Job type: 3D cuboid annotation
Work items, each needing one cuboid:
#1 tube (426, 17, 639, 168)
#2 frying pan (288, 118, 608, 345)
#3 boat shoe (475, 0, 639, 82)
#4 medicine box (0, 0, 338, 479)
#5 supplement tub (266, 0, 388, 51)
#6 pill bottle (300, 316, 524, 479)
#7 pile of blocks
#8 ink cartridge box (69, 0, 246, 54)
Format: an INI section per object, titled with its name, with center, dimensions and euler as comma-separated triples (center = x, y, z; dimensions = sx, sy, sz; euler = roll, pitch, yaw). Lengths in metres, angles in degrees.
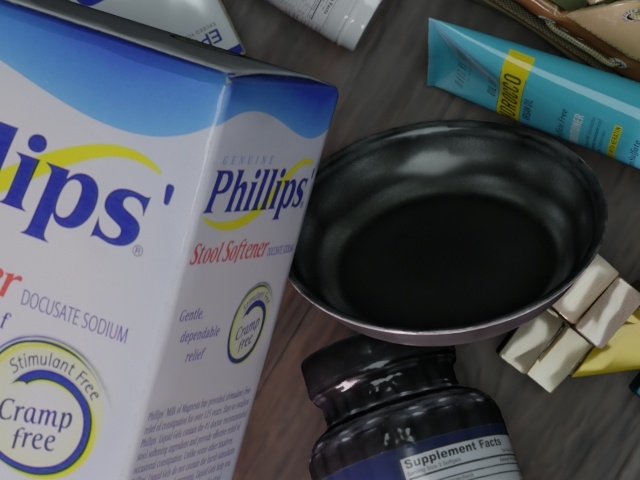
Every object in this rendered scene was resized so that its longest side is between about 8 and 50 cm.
[tube]
center = 0.161, -0.081, 1.196
dimensions = 0.207, 0.080, 0.052
euler = 21, 62, 11
[frying pan]
center = 0.012, 0.016, 1.172
dimensions = 0.326, 0.197, 0.053
euler = -19, 130, -10
[boat shoe]
center = 0.185, -0.153, 1.192
dimensions = 0.324, 0.120, 0.122
euler = 24, 91, 2
[medicine box]
center = -0.167, 0.011, 1.110
dimensions = 0.263, 0.149, 0.289
euler = 19, 100, 21
[supplement tub]
center = -0.007, -0.172, 1.223
dimensions = 0.107, 0.071, 0.071
euler = 31, 91, 1
[pill bottle]
center = 0.064, 0.163, 1.186
dimensions = 0.123, 0.123, 0.219
euler = -19, 76, 2
[pile of blocks]
center = 0.290, 0.052, 1.193
dimensions = 0.362, 0.112, 0.149
euler = -13, 89, 2
[ink cartridge box]
center = -0.203, -0.245, 1.212
dimensions = 0.176, 0.069, 0.371
euler = -26, 100, 2
